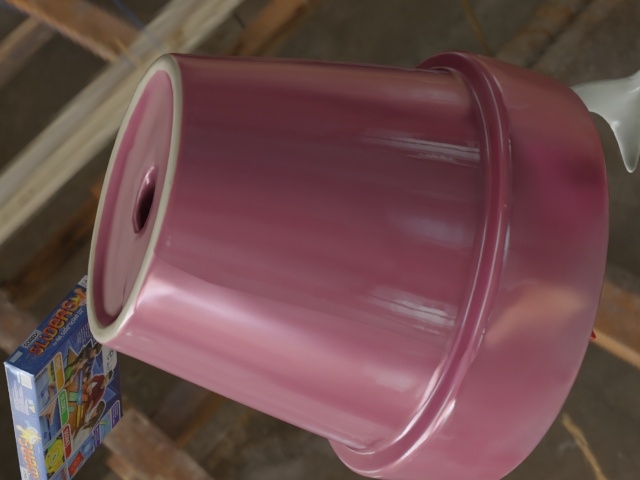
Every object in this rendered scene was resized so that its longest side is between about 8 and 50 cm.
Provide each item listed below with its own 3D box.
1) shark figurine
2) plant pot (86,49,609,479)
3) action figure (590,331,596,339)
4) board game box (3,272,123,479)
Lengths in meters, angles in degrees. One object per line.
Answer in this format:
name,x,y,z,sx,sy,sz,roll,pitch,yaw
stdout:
shark figurine,0.294,-0.130,1.039,0.278,0.116,0.166,13,-95,45
plant pot,0.000,0.000,0.661,0.201,0.180,0.201,-167,-90,-71
action figure,0.199,0.025,1.202,0.030,0.038,0.115,152,-64,-63
board game box,-0.247,0.148,1.453,0.035,0.201,0.136,22,-134,18
